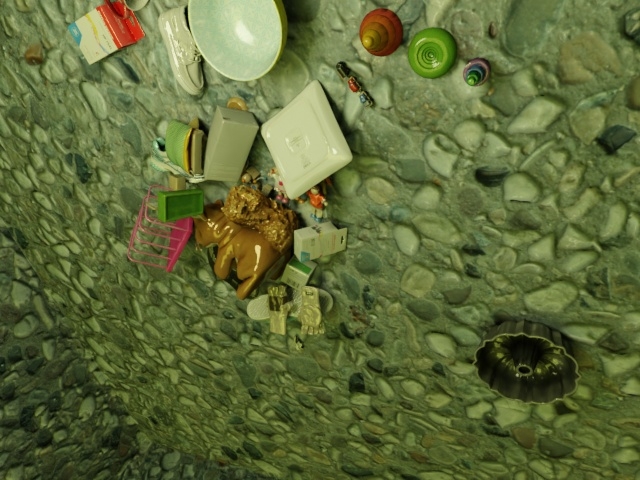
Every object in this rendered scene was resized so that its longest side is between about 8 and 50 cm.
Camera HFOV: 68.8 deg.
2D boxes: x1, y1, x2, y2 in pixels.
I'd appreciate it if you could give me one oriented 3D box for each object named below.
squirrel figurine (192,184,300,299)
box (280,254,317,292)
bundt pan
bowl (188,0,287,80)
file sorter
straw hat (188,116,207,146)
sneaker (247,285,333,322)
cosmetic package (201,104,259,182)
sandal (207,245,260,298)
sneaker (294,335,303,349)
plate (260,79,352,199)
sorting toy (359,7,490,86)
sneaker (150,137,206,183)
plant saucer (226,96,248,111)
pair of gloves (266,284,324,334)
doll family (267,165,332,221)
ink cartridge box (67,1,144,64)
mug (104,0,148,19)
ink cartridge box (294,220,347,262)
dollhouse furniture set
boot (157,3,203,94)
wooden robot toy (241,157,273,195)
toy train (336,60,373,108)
[{"bbox_3d":[-0.286,-0.044,1.718,0.370,0.281,0.397,40,122,11],"label":"squirrel figurine"},{"bbox_3d":[-0.082,0.124,1.809,0.101,0.087,0.102,28,130,6],"label":"box"},{"bbox_3d":[0.694,0.396,1.579,0.330,0.124,0.331,14,127,19],"label":"bundt pan"},{"bbox_3d":[-0.201,-0.611,1.298,0.289,0.156,0.290,14,128,19],"label":"bowl"},{"bbox_3d":[-0.634,-0.050,1.852,0.182,0.202,0.291,15,138,-26],"label":"file sorter"},{"bbox_3d":[-0.434,-0.361,1.656,0.061,0.145,0.144,16,142,-35],"label":"straw hat"},{"bbox_3d":[-0.110,0.269,1.930,0.365,0.135,0.150,-5,163,18],"label":"sneaker"},{"bbox_3d":[-0.308,-0.316,1.557,0.238,0.127,0.107,-61,41,33],"label":"cosmetic package"},{"bbox_3d":[-0.359,0.120,1.943,0.303,0.086,0.120,46,126,6],"label":"sandal"},{"bbox_3d":[-0.096,0.456,2.098,0.036,0.032,0.083,-4,126,14],"label":"sneaker"},{"bbox_3d":[-0.063,-0.304,1.441,0.277,0.045,0.278,-29,80,36],"label":"plate"},{"bbox_3d":[0.248,-0.471,1.187,0.365,0.126,0.127,26,131,10],"label":"sorting toy"},{"bbox_3d":[-0.511,-0.298,1.718,0.283,0.110,0.122,18,126,15],"label":"sneaker"},{"bbox_3d":[-0.281,-0.435,1.559,0.083,0.015,0.083,14,128,18],"label":"plant saucer"},{"bbox_3d":[-0.101,0.268,1.808,0.240,0.042,0.204,-1,103,23],"label":"pair of gloves"},{"bbox_3d":[-0.050,-0.194,1.569,0.263,0.118,0.163,29,140,30],"label":"doll family"},{"bbox_3d":[-0.711,-0.695,1.555,0.231,0.078,0.134,-10,118,32],"label":"ink cartridge box"},{"bbox_3d":[-0.630,-0.777,1.422,0.169,0.113,0.150,32,95,8],"label":"mug"},{"bbox_3d":[0.000,0.000,1.658,0.061,0.181,0.104,51,147,45],"label":"ink cartridge box"},{"bbox_3d":[-0.507,-0.241,1.570,0.197,0.151,0.302,26,119,38],"label":"dollhouse furniture set"},{"bbox_3d":[-0.407,-0.591,1.458,0.123,0.095,0.258,0,122,36],"label":"boot"},{"bbox_3d":[-0.254,-0.217,1.660,0.173,0.079,0.076,49,130,-10],"label":"wooden robot toy"},{"bbox_3d":[0.099,-0.445,1.341,0.027,0.036,0.158,-31,105,39],"label":"toy train"}]
